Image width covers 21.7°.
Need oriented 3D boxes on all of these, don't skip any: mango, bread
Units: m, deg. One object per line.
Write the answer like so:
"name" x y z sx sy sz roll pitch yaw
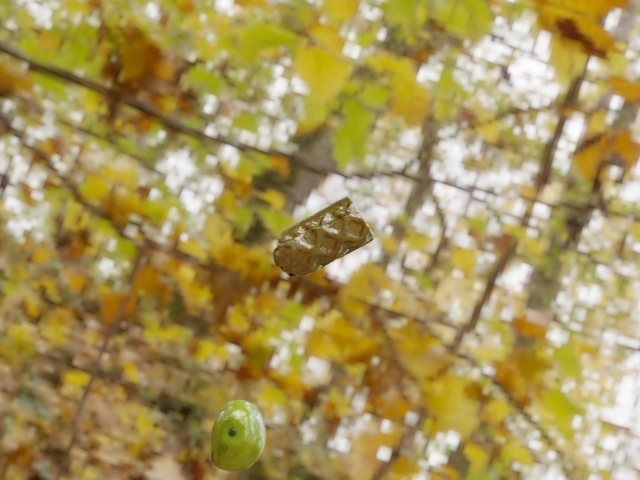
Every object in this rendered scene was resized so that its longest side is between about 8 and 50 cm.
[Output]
"mango" -0.087 0.200 1.717 0.056 0.073 0.108 13 -6 -9
"bread" 0.000 0.000 1.805 0.060 0.110 0.066 58 6 -25
